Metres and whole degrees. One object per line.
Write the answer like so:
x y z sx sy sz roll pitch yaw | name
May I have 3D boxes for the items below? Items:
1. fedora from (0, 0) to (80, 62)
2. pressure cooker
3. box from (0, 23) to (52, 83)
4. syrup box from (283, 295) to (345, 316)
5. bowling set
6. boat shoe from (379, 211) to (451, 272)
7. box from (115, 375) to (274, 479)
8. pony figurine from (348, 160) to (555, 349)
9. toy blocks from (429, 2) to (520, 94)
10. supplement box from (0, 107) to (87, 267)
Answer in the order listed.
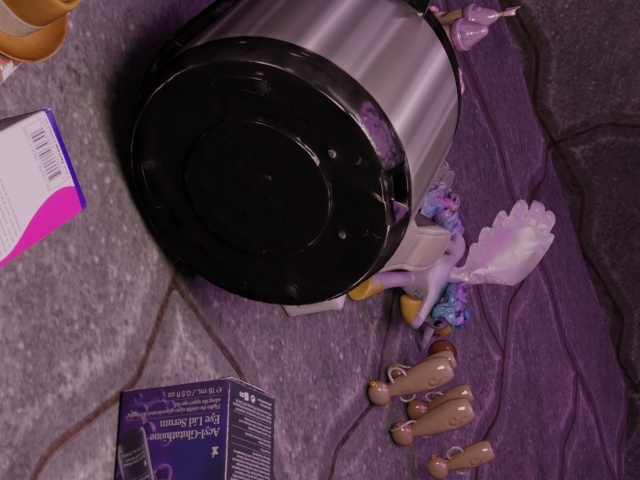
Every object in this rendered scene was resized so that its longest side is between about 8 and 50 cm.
-0.293 -0.276 1.134 0.194 0.079 0.194 37 47 -54 | fedora
-0.011 -0.159 1.499 0.420 0.370 0.375 -57 135 -51 | pressure cooker
-0.340 -0.209 1.179 0.063 0.067 0.324 65 29 -29 | box
0.000 0.000 1.783 0.096 0.093 0.236 63 30 -33 | syrup box
0.192 0.284 2.067 0.200 0.154 0.287 -95 161 -59 | bowling set
0.103 -0.015 1.789 0.109 0.091 0.305 -57 153 11 | boat shoe
-0.143 0.273 1.301 0.108 0.153 0.207 37 47 -55 | box
0.222 0.021 2.102 0.351 0.303 0.363 -63 152 -3 | pony figurine
0.143 -0.325 1.823 0.288 0.260 0.308 -42 120 -46 | toy blocks
-0.334 -0.033 1.065 0.220 0.114 0.111 -49 125 -61 | supplement box
